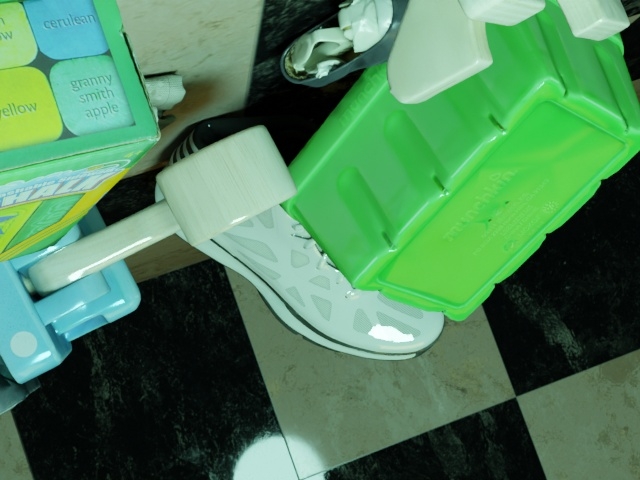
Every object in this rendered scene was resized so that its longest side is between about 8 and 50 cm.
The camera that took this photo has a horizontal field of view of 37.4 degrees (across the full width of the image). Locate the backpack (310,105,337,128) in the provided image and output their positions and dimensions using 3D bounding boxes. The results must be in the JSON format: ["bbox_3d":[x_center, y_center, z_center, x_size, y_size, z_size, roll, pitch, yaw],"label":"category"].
[{"bbox_3d":[0.090,-0.110,1.421,0.263,0.213,0.276,-10,-179,19],"label":"backpack"}]

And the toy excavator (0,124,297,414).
[{"bbox_3d":[-0.268,0.020,1.052,0.445,0.222,0.433,-29,-177,-12],"label":"toy excavator"}]

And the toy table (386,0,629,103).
[{"bbox_3d":[0.127,-0.213,0.629,0.252,0.161,0.274,-15,172,-45],"label":"toy table"}]

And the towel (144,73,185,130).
[{"bbox_3d":[-0.324,-0.074,0.969,0.324,0.056,0.312,-17,174,-35],"label":"towel"}]

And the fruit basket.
[{"bbox_3d":[0.143,-0.144,1.053,0.283,0.392,0.392,19,151,-35],"label":"fruit basket"}]

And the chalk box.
[{"bbox_3d":[-0.215,-0.090,0.508,0.180,0.179,0.289,-17,175,-32],"label":"chalk box"}]

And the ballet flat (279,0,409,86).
[{"bbox_3d":[0.031,-0.200,0.920,0.074,0.074,0.203,-15,177,-42],"label":"ballet flat"}]

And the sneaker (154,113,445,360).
[{"bbox_3d":[-0.001,0.001,1.218,0.169,0.447,0.257,-61,-172,-24],"label":"sneaker"}]
